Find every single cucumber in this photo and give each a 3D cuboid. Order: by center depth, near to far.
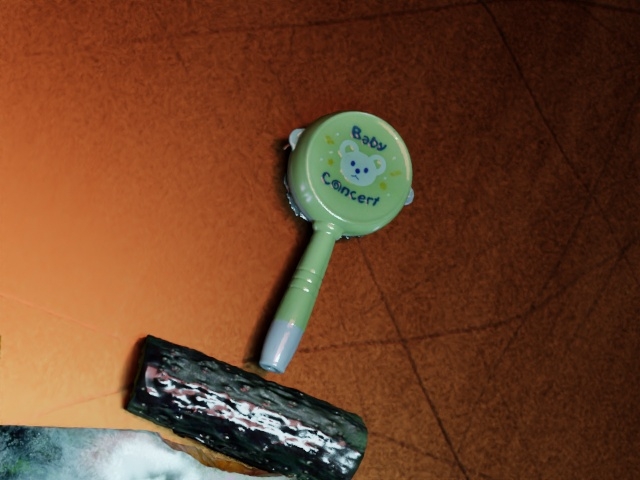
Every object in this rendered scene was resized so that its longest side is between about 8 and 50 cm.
[{"bbox_3d":[-0.064,0.151,1.650,0.211,0.062,0.078,25,73,-18],"label":"cucumber"}]

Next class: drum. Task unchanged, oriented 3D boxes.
[{"bbox_3d":[0.019,0.004,1.718,0.130,0.049,0.253,12,77,-21],"label":"drum"}]

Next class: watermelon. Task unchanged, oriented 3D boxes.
[{"bbox_3d":[-0.153,0.253,1.534,0.322,0.175,0.188,7,78,-21],"label":"watermelon"}]
